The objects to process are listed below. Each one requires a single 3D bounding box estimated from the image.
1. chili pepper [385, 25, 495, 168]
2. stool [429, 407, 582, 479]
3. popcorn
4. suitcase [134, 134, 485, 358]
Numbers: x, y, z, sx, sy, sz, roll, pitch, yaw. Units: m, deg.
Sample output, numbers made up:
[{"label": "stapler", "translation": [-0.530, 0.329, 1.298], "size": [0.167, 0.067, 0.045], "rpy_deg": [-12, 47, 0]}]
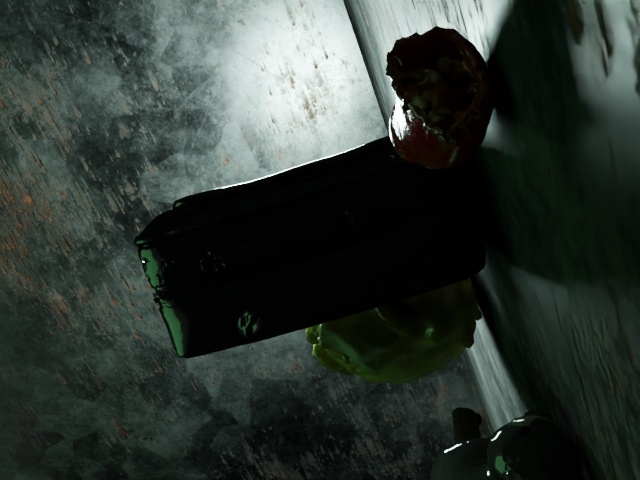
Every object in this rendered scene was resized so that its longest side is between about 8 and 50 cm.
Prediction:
[{"label": "chili pepper", "translation": [0.079, -0.089, 0.381], "size": [0.123, 0.073, 0.070], "rpy_deg": [30, -97, -81]}, {"label": "stool", "translation": [0.201, 0.250, 0.576], "size": [0.153, 0.228, 0.139], "rpy_deg": [29, -140, -4]}, {"label": "popcorn", "translation": [0.119, 0.093, 0.952], "size": [0.312, 0.312, 0.312], "rpy_deg": [-20, -90, -82]}, {"label": "suitcase", "translation": [0.000, 0.000, 0.657], "size": [0.339, 0.345, 0.188], "rpy_deg": [-43, -63, -79]}]
